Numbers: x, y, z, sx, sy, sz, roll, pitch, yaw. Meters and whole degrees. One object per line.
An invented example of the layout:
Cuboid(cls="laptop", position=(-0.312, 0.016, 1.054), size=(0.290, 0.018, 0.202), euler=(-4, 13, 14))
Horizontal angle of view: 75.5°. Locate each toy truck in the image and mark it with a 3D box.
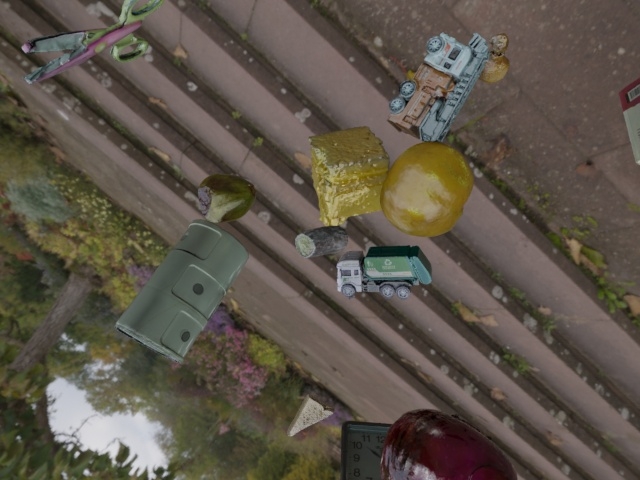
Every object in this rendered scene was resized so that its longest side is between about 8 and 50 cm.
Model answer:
Cuboid(cls="toy truck", position=(0.369, -0.466, 1.259), size=(0.184, 0.338, 0.133), euler=(39, -166, 27))
Cuboid(cls="toy truck", position=(0.169, 0.083, 1.113), size=(0.253, 0.114, 0.124), euler=(-1, 110, 17))

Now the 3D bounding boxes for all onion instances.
Cuboid(cls="onion", position=(0.151, 0.310, 0.488), size=(0.173, 0.198, 0.135), euler=(36, 147, -12))

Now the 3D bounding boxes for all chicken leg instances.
Cuboid(cls="chicken leg", position=(0.605, -0.629, 1.436), size=(0.251, 0.107, 0.087), euler=(20, -126, -74))

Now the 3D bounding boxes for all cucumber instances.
Cuboid(cls="cucumber", position=(0.002, 0.000, 0.869), size=(0.064, 0.111, 0.064), euler=(10, 103, 49))

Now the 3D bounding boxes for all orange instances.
Cuboid(cls="orange", position=(0.305, -0.140, 1.179), size=(0.235, 0.279, 0.279), euler=(36, 163, 18))

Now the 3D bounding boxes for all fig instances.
Cuboid(cls="fig", position=(-0.267, -0.126, 1.199), size=(0.154, 0.165, 0.144), euler=(-77, -23, -75))

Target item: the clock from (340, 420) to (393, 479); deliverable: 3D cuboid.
Cuboid(cls="clock", position=(0.200, 0.709, 1.331), size=(0.273, 0.049, 0.279), euler=(4, -159, 3))

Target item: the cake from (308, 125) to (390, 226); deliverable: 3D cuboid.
Cuboid(cls="cake", position=(0.092, -0.193, 1.370), size=(0.222, 0.227, 0.286), euler=(-109, 10, -48))

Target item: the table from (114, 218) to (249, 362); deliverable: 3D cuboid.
Cuboid(cls="table", position=(-0.234, 0.087, 0.723), size=(0.126, 0.220, 0.126), euler=(23, 153, 12))

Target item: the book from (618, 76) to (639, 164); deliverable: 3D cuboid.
Cuboid(cls="book", position=(0.753, -0.296, 0.901), size=(0.022, 0.232, 0.162), euler=(20, 149, -16))

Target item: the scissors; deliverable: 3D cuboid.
Cuboid(cls="scissors", position=(-0.270, -0.243, 0.501), size=(0.020, 0.187, 0.133), euler=(48, 141, -8))

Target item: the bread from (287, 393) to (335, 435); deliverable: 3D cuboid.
Cuboid(cls="bread", position=(-0.032, 0.614, 1.413), size=(0.105, 0.152, 0.077), euler=(30, 172, 4))
